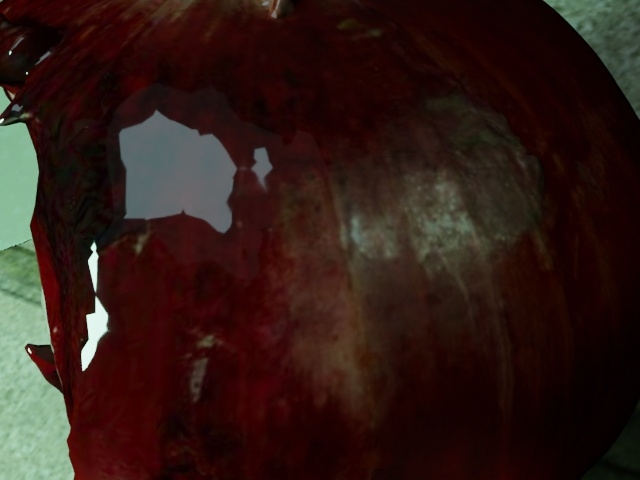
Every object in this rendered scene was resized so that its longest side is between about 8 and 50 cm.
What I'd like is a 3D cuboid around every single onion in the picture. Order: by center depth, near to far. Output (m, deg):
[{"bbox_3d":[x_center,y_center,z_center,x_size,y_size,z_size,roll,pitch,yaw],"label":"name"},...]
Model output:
[{"bbox_3d":[0.001,0.008,0.840,0.341,0.341,0.341,-18,46,20],"label":"onion"}]

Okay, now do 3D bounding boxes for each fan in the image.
[{"bbox_3d":[-0.192,-0.116,1.284,0.182,0.010,0.310,-30,46,8],"label":"fan"}]
